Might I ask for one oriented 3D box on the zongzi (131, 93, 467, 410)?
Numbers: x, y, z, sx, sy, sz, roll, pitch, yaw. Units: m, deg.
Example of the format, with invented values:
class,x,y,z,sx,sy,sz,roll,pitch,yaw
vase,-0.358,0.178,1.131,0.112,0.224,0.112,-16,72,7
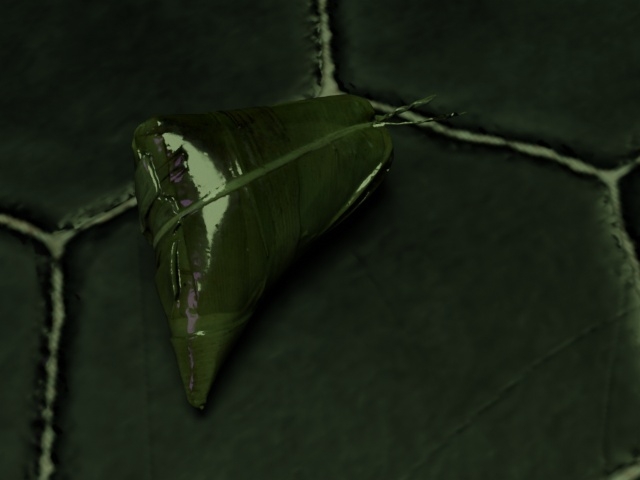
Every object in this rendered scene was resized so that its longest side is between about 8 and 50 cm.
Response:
class,x,y,z,sx,sy,sz,roll,pitch,yaw
zongzi,0.000,0.000,0.663,0.154,0.062,0.131,-9,71,-19
